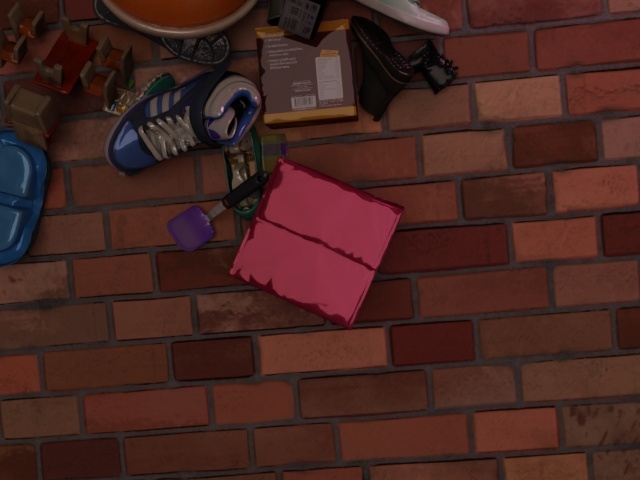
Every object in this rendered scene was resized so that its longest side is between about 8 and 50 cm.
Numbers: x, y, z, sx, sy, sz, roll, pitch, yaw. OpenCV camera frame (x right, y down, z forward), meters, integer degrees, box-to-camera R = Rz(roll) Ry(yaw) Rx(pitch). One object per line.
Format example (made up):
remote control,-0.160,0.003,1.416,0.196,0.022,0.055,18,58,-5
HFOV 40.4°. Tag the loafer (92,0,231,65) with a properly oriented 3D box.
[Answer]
loafer,-0.323,-0.456,1.828,0.303,0.095,0.109,22,103,-1

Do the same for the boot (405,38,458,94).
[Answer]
boot,0.219,-0.350,1.820,0.121,0.045,0.099,-39,95,6

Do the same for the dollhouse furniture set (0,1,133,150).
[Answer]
dollhouse furniture set,-0.555,-0.334,1.816,0.262,0.135,0.259,21,63,2

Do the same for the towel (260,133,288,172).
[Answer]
towel,-0.098,-0.183,1.852,0.060,0.009,0.083,-7,93,-20

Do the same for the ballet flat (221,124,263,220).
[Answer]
ballet flat,-0.165,-0.165,1.828,0.083,0.087,0.247,-10,91,4

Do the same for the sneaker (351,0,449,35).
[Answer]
sneaker,0.172,-0.526,1.784,0.256,0.094,0.151,28,100,5

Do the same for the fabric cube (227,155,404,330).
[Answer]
fabric cube,0.000,0.000,1.743,0.258,0.254,0.259,24,94,4

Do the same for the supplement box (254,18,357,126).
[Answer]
supplement box,-0.026,-0.338,1.791,0.191,0.129,0.194,-5,92,4

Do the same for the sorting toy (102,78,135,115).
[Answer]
sorting toy,-0.431,-0.312,1.876,0.062,0.012,0.083,18,94,3

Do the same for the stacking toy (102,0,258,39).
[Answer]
stacking toy,-0.263,-0.635,1.584,0.351,0.480,0.350,3,64,-6

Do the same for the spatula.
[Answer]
spatula,-0.209,-0.067,1.811,0.296,0.030,0.084,-31,91,36

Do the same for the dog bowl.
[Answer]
dog bowl,-0.672,-0.090,1.871,0.166,0.074,0.297,15,94,3

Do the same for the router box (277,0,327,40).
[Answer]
router box,0.019,-0.568,1.624,0.081,0.309,0.243,21,57,-3

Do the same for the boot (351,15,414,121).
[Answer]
boot,0.097,-0.360,1.815,0.137,0.077,0.198,-56,51,39

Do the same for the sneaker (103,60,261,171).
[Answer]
sneaker,-0.267,-0.227,1.728,0.323,0.236,0.130,-35,121,-12

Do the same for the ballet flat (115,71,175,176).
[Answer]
ballet flat,-0.389,-0.253,1.846,0.077,0.091,0.241,23,89,32

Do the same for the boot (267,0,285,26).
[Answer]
boot,-0.079,-0.554,1.763,0.076,0.189,0.208,9,87,2
